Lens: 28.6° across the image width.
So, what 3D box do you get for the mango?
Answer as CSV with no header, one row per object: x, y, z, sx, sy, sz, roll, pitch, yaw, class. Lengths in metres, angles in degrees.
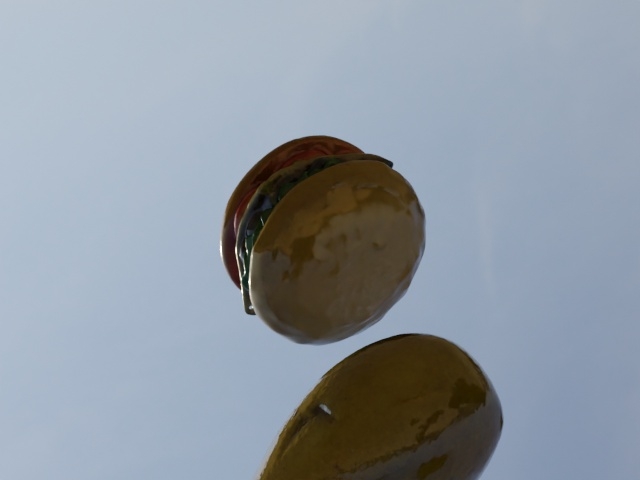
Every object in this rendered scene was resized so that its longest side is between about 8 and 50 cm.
0.019,0.136,0.731,0.195,0.137,0.098,-40,-116,1,mango

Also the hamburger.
0.000,0.000,0.966,0.162,0.162,0.115,-15,-147,-28,hamburger
